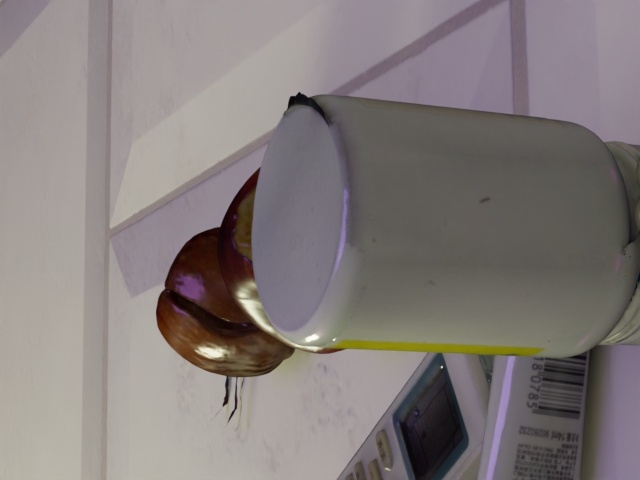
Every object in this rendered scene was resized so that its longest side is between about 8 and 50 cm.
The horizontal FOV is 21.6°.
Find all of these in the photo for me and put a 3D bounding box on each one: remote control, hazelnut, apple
[{"bbox_3d":[0.070,0.181,1.256,0.277,0.055,0.103,120,145,-45],"label":"remote control"},{"bbox_3d":[-0.078,0.060,1.534,0.154,0.143,0.143,111,152,-49],"label":"hazelnut"},{"bbox_3d":[-0.001,-0.001,1.339,0.147,0.156,0.158,-34,26,60],"label":"apple"}]

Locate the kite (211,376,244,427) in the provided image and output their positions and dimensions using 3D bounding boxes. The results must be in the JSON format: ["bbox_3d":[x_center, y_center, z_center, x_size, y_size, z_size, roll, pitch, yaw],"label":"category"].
[{"bbox_3d":[-0.082,0.075,1.672,0.127,0.016,0.229,-174,92,-69],"label":"kite"}]

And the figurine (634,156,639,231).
[{"bbox_3d":[0.240,-0.008,0.861,0.197,0.093,0.147,-143,50,-61],"label":"figurine"}]

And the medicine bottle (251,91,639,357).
[{"bbox_3d":[0.101,-0.004,0.973,0.143,0.258,0.143,-177,90,-67],"label":"medicine bottle"}]

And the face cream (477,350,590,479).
[{"bbox_3d":[0.141,0.116,1.087,0.058,0.092,0.243,-4,78,61],"label":"face cream"}]
